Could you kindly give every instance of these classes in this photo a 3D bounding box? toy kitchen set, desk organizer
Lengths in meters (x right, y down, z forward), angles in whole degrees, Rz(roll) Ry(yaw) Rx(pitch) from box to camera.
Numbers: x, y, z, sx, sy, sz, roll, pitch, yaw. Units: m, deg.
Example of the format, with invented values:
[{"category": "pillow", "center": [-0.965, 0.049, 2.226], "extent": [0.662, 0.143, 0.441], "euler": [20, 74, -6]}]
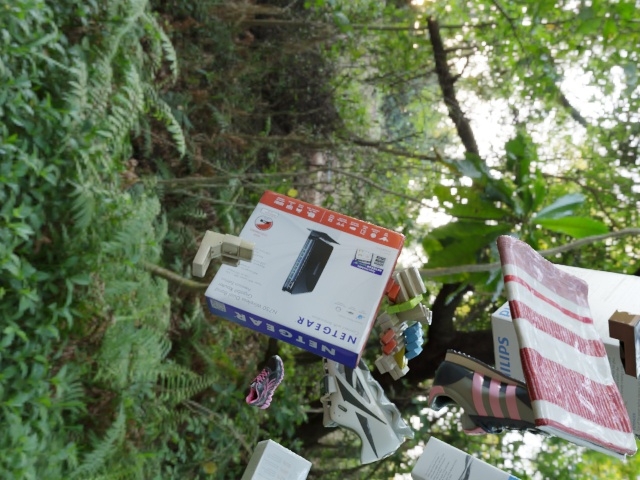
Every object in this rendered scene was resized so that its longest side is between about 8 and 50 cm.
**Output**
[{"category": "toy kitchen set", "center": [-0.160, 0.040, 0.925], "extent": [0.068, 0.083, 0.075], "euler": [104, 0, -47]}, {"category": "desk organizer", "center": [0.606, 0.203, 1.102], "extent": [0.050, 0.047, 0.130], "euler": [13, -52, 49]}]

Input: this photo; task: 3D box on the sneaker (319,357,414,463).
[{"category": "sneaker", "center": [0.045, 0.322, 1.204], "extent": [0.330, 0.146, 0.122], "euler": [53, -10, 27]}]

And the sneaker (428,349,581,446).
[{"category": "sneaker", "center": [0.330, 0.312, 1.003], "extent": [0.319, 0.112, 0.131], "euler": [17, -107, 56]}]

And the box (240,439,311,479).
[{"category": "box", "center": [-0.124, 0.603, 1.378], "extent": [0.091, 0.130, 0.170], "euler": [-42, -163, 57]}]

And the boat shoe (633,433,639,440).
[{"category": "boat shoe", "center": [0.966, 0.537, 1.650], "extent": [0.119, 0.335, 0.121], "euler": [-1, 107, -50]}]

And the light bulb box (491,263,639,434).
[{"category": "light bulb box", "center": [0.673, 0.243, 1.378], "extent": [0.358, 0.361, 0.225], "euler": [-27, 115, -40]}]

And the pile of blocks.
[{"category": "pile of blocks", "center": [0.234, 0.257, 1.626], "extent": [0.112, 0.148, 0.362], "euler": [-26, 119, -55]}]

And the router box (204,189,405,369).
[{"category": "router box", "center": [-0.025, 0.071, 1.189], "extent": [0.082, 0.335, 0.301], "euler": [93, 19, -55]}]

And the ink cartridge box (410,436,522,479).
[{"category": "ink cartridge box", "center": [0.430, 0.705, 1.544], "extent": [0.129, 0.307, 0.223], "euler": [-52, 138, -27]}]

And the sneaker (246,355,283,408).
[{"category": "sneaker", "center": [-0.119, 0.295, 1.164], "extent": [0.047, 0.057, 0.119], "euler": [24, -87, 48]}]

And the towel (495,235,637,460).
[{"category": "towel", "center": [0.395, 0.164, 0.906], "extent": [0.037, 0.237, 0.329], "euler": [-39, -143, 40]}]
